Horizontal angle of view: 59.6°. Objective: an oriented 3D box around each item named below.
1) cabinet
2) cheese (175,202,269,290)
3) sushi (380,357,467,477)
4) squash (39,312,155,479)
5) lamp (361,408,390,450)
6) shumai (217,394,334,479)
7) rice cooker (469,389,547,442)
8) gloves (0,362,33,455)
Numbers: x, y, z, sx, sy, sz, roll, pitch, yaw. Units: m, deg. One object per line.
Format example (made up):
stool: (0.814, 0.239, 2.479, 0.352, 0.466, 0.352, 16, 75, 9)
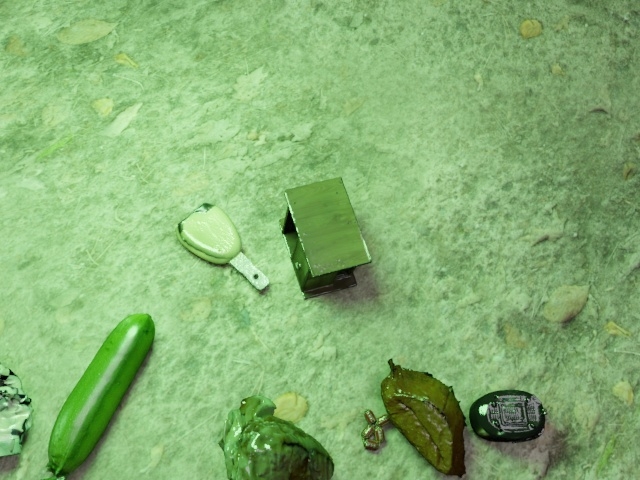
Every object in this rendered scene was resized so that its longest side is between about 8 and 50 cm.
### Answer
cabinet: (0.000, 0.000, 1.293, 0.148, 0.175, 0.215, -15, 72, -14)
cheese: (-0.220, 0.024, 1.317, 0.251, 0.054, 0.127, 43, 68, 9)
sushi: (0.243, 0.373, 1.204, 0.287, 0.140, 0.149, 45, 103, 9)
squash: (-0.454, 0.316, 1.141, 0.101, 0.101, 0.379, 23, 68, 1)
lamp: (0.119, 0.416, 1.222, 0.063, 0.031, 0.083, 13, 70, -1)
shumai: (-0.116, 0.431, 1.103, 0.218, 0.256, 0.189, 30, 77, 42)
rice cooker: (0.415, 0.388, 1.237, 0.165, 0.106, 0.112, -4, 65, 1)
gloves: (-0.644, 0.318, 1.109, 0.127, 0.111, 0.212, -13, 72, 13)
